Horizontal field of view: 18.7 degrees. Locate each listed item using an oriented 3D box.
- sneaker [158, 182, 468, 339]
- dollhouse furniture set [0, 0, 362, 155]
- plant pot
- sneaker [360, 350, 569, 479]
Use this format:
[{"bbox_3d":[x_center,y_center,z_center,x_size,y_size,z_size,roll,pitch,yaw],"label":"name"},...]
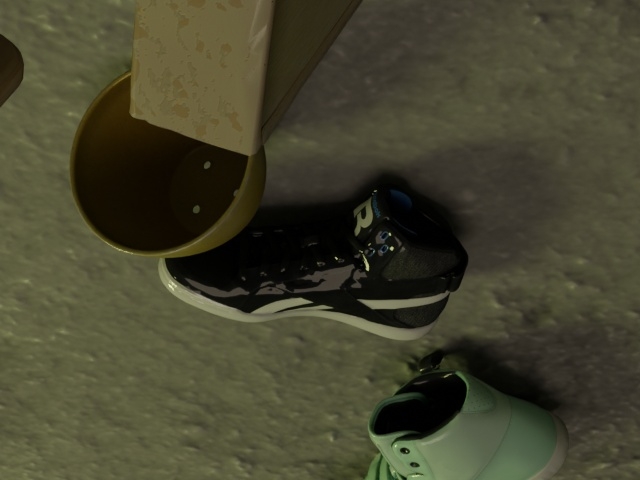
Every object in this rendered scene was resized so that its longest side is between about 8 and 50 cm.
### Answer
[{"bbox_3d":[0.000,0.000,1.396,0.216,0.079,0.121,9,139,-16],"label":"sneaker"},{"bbox_3d":[-0.160,-0.234,1.029,0.394,0.256,0.362,19,130,12],"label":"dollhouse furniture set"},{"bbox_3d":[-0.089,-0.045,1.320,0.134,0.134,0.095,-10,163,19],"label":"plant pot"},{"bbox_3d":[0.058,0.182,1.588,0.256,0.094,0.151,-33,133,26],"label":"sneaker"}]
